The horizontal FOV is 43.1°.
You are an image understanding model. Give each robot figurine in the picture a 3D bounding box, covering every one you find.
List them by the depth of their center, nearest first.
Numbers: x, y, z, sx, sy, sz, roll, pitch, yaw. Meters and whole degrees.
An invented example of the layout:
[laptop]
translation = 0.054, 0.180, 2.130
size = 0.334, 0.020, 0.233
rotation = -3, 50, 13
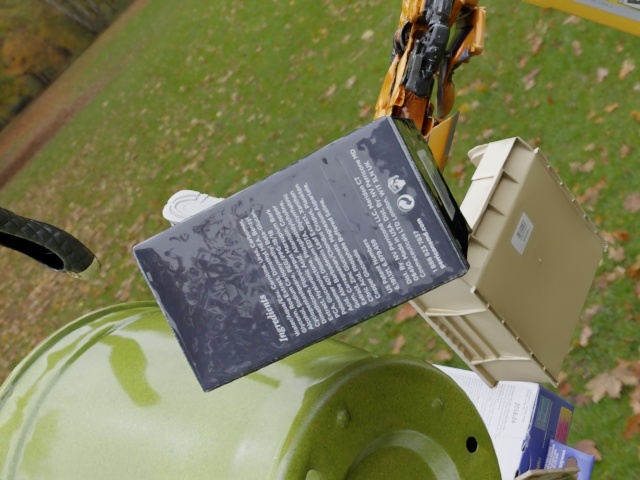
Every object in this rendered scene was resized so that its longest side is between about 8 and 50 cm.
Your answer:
[robot figurine]
translation = 0.106, -0.144, 0.885
size = 0.211, 0.085, 0.290
rotation = -121, 44, -81

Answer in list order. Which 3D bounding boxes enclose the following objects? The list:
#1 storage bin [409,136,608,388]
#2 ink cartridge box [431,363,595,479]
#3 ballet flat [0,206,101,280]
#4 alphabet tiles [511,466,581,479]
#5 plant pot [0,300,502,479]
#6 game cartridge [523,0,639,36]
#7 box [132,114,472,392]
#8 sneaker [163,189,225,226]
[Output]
[storage bin]
translation = 0.267, 0.033, 1.161
size = 0.123, 0.260, 0.262
rotation = -7, 44, 50
[ink cartridge box]
translation = 0.277, 0.381, 1.454
size = 0.396, 0.151, 0.269
rotation = 3, 69, 47
[ballet flat]
translation = -0.271, 0.003, 0.723
size = 0.058, 0.173, 0.049
rotation = -15, 58, 37
[alphabet tiles]
translation = 0.257, 0.384, 1.182
size = 0.237, 0.198, 0.009
rotation = -45, 50, 36
[plant pot]
translation = -0.053, 0.220, 0.679
size = 0.353, 0.366, 0.366
rotation = -11, 39, 48
[game cartridge]
translation = 0.422, -0.447, 1.218
size = 0.285, 0.324, 0.052
rotation = 103, -176, -62
[box]
translation = 0.000, 0.000, 0.487
size = 0.158, 0.093, 0.156
rotation = -27, 2, 13
[sneaker]
translation = -0.151, -0.011, 1.356
size = 0.235, 0.094, 0.090
rotation = 23, 60, 28
